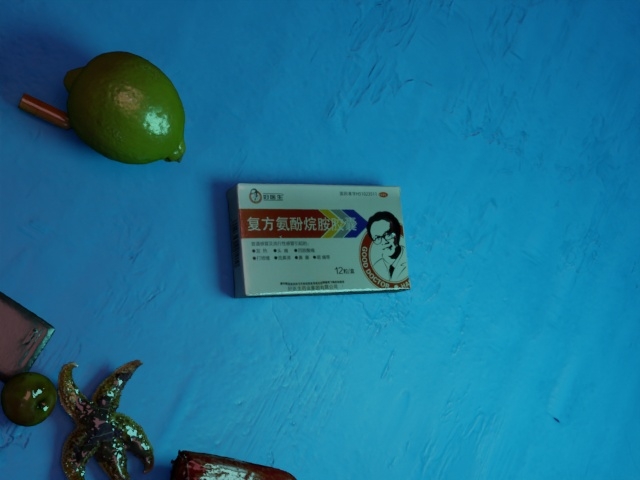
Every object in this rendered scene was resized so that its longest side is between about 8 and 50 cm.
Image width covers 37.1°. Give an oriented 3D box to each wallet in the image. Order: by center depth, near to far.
[{"bbox_3d":[-0.572,0.131,1.573,0.244,0.025,0.124,37,69,-16],"label":"wallet"}]

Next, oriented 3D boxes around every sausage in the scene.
[{"bbox_3d":[-0.481,-0.225,1.689,0.107,0.031,0.031,25,70,-20],"label":"sausage"}]

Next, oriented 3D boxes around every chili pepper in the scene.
[{"bbox_3d":[-0.148,0.452,1.660,0.253,0.136,0.144,13,47,-30],"label":"chili pepper"}]

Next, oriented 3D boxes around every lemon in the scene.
[{"bbox_3d":[-0.336,-0.228,1.675,0.248,0.184,0.184,34,67,-14],"label":"lemon"}]

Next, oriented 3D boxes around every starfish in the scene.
[{"bbox_3d":[-0.367,0.305,1.613,0.216,0.071,0.238,-46,109,-31],"label":"starfish"}]

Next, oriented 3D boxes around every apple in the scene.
[{"bbox_3d":[-0.476,0.259,1.558,0.089,0.074,0.089,-16,113,-42],"label":"apple"}]

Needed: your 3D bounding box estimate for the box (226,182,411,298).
[{"bbox_3d":[0.000,0.000,1.846,0.353,0.069,0.214,0,79,-27],"label":"box"}]
